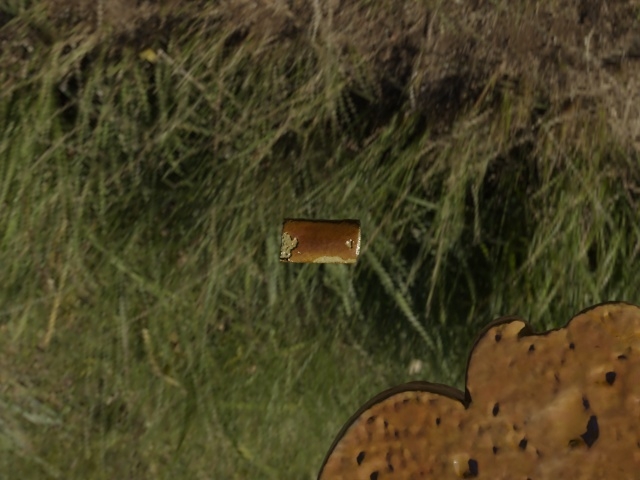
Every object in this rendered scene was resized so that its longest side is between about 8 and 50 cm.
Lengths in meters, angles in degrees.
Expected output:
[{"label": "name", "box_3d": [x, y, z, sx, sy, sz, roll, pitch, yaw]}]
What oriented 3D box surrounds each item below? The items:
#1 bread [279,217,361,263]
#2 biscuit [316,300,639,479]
[{"label": "bread", "box_3d": [0.000, 0.000, 1.221, 0.083, 0.036, 0.046, 2, 97, 2]}, {"label": "biscuit", "box_3d": [0.121, 0.158, 0.784, 0.202, 0.044, 0.288, 45, 104, 10]}]
